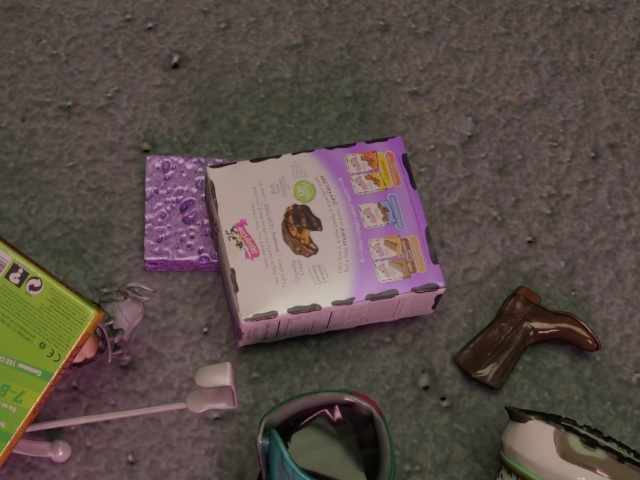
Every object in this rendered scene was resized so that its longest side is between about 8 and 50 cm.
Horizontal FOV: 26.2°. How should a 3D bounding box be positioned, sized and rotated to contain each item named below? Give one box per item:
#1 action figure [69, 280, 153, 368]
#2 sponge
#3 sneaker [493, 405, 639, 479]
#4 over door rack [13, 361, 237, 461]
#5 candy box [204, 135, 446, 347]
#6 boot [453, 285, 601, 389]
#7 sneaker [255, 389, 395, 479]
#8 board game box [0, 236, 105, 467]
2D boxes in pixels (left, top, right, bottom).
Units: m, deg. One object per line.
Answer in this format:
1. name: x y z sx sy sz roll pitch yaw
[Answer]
1. action figure: -0.281 0.095 1.213 0.285 0.185 0.099 -21 88 -10
2. sponge: -0.069 -0.025 1.366 0.210 0.031 0.117 1 64 -5
3. sneaker: 0.305 0.310 1.205 0.410 0.158 0.182 31 95 8
4. over door rack: -0.198 0.258 1.137 0.324 0.108 0.240 -14 63 16
5. candy box: 0.000 0.000 1.305 0.196 0.070 0.165 -9 67 -11
6. boot: 0.197 0.110 1.322 0.106 0.037 0.114 31 60 25
7. sneaker: -0.028 0.240 1.153 0.123 0.178 0.295 29 64 9
8. board game box: -0.297 0.130 1.111 0.124 0.039 0.259 35 90 7
